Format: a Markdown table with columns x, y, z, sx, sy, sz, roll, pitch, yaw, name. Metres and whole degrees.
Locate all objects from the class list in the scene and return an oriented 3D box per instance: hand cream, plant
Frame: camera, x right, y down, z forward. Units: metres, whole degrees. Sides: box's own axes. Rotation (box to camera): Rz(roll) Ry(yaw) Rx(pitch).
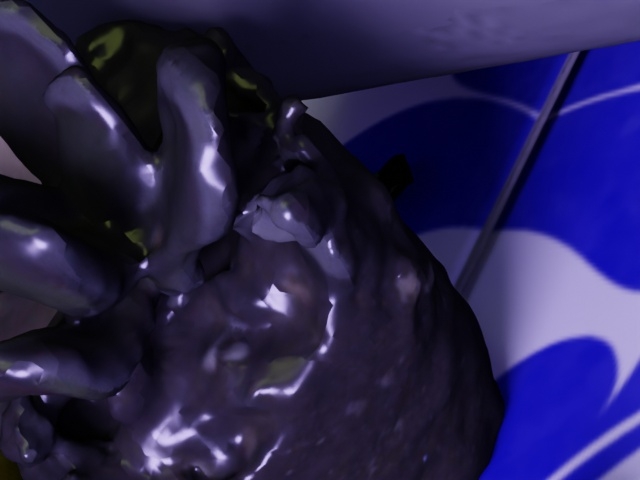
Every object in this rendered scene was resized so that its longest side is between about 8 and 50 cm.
| x | y | z | sx | sy | sz | roll | pitch | yaw | name |
| --- | --- | --- | --- | --- | --- | --- | --- | --- | --- |
| 0.000 | 0.000 | 0.891 | 0.122 | 0.023 | 0.036 | -41 | 21 | 13 | hand cream |
| -0.057 | 0.032 | 0.681 | 0.188 | 0.276 | 0.199 | -45 | 45 | -2 | plant |

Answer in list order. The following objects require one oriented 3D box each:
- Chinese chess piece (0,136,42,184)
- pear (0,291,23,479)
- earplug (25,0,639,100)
| x | y | z | sx | sy | sz | roll | pitch | yaw | name |
| --- | --- | --- | --- | --- | --- | --- | --- | --- | --- |
| -0.221 | -0.078 | 1.072 | 0.257 | 0.104 | 0.257 | -16 | 14 | 4 | Chinese chess piece |
| -0.261 | 0.127 | 0.786 | 0.269 | 0.269 | 0.321 | -11 | 47 | 47 | pear |
| 0.048 | -0.221 | 0.750 | 0.394 | 0.312 | 0.312 | -5 | 50 | 24 | earplug |
